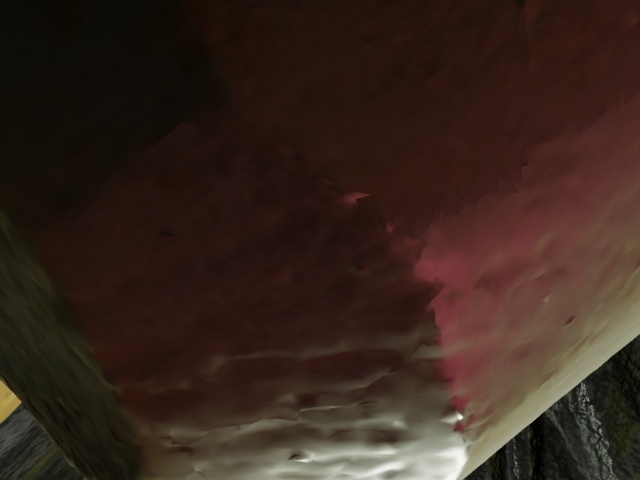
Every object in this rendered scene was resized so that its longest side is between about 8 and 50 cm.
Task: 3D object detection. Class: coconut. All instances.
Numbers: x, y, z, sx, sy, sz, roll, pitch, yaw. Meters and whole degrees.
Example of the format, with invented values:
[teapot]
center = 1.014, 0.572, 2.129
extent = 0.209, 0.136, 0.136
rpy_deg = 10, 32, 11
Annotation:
[coconut]
center = 0.000, -0.069, 0.642
extent = 0.323, 0.323, 0.323
rpy_deg = -43, 175, -5

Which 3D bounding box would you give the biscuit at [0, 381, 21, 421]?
[biscuit]
center = -0.322, 0.169, 1.449
extent = 0.355, 0.052, 0.275
rpy_deg = -38, 173, -39
